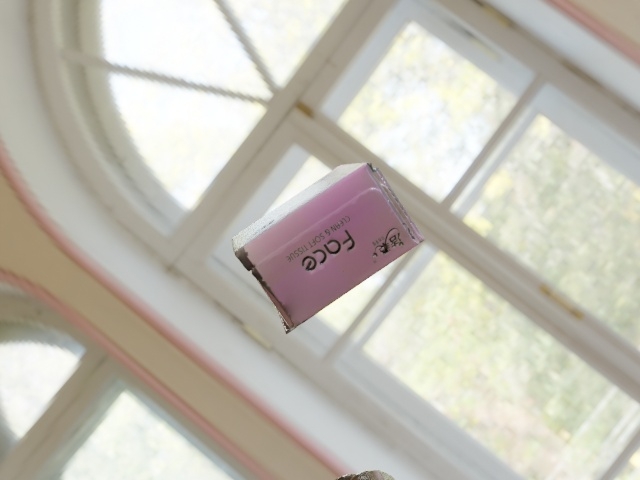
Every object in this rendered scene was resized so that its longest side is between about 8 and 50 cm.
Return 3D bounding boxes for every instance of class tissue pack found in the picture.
[{"bbox_3d":[0.000,0.000,1.333,0.148,0.092,0.246,-35,4,-2],"label":"tissue pack"}]

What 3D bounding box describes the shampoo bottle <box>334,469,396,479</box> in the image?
[{"bbox_3d":[0.052,0.304,1.371,0.323,0.084,0.129,-145,71,-84],"label":"shampoo bottle"}]
